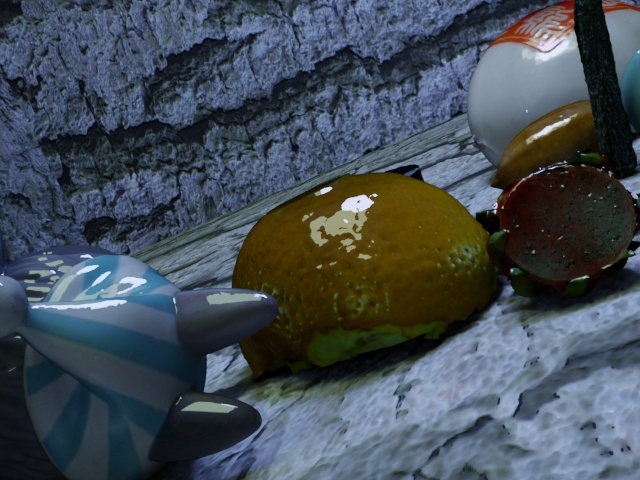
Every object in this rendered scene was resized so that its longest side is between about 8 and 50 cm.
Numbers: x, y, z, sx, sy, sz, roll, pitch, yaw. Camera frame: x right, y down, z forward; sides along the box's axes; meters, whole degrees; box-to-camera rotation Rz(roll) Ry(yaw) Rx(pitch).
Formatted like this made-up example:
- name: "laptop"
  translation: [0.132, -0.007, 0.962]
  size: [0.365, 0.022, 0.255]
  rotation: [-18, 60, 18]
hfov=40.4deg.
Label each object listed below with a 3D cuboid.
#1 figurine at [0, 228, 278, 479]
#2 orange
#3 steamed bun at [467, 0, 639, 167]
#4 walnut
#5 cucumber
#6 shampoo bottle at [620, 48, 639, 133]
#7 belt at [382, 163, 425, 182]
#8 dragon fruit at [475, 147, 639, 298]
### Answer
- name: "figurine"
  translation: [-0.218, 0.061, 0.804]
  size: [0.377, 0.361, 0.266]
  rotation: [-15, 33, 16]
- name: "orange"
  translation: [0.036, 0.027, 0.974]
  size: [0.262, 0.196, 0.334]
  rotation: [-13, -3, -23]
- name: "steamed bun"
  translation: [0.420, -0.281, 1.481]
  size: [0.374, 0.241, 0.374]
  rotation: [-20, 7, 2]
- name: "walnut"
  translation: [0.337, -0.128, 1.249]
  size: [0.207, 0.116, 0.116]
  rotation: [-31, 8, 5]
- name: "cucumber"
  translation: [0.362, -0.206, 1.119]
  size: [0.044, 0.257, 0.043]
  rotation: [-15, 12, 2]
- name: "shampoo bottle"
  translation: [0.478, -0.184, 1.025]
  size: [0.222, 0.151, 0.349]
  rotation: [-32, 8, 0]
- name: "belt"
  translation: [0.126, -0.087, 1.647]
  size: [0.151, 0.078, 0.198]
  rotation: [-23, 10, -4]
- name: "dragon fruit"
  translation: [0.217, -0.012, 0.812]
  size: [0.138, 0.142, 0.175]
  rotation: [-63, -2, -16]
